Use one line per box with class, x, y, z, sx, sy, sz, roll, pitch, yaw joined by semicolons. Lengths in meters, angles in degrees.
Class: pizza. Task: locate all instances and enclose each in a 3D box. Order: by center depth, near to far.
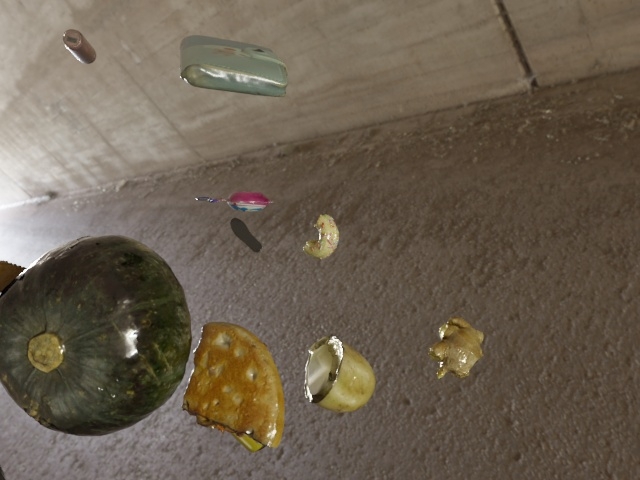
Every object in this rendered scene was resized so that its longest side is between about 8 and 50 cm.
pizza;-0.237;0.395;1.393;0.278;0.114;0.409;-43;56;-2

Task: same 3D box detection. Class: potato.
potato;0.074;0.458;1.722;0.242;0.242;0.285;-41;14;-4

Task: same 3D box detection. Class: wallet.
wallet;-0.208;-0.423;1.233;0.252;0.083;0.360;1;31;-17

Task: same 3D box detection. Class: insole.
insole;-0.263;-0.019;1.816;0.053;0.153;0.002;-46;-7;1

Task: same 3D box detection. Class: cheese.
cheese;-0.272;-0.128;1.658;0.245;0.062;0.155;1;8;-8

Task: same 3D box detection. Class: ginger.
ginger;0.429;0.348;1.628;0.216;0.157;0.102;-49;-7;-24

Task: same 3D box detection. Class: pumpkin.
pumpkin;-0.502;0.208;1.174;0.455;0.454;0.344;-31;-8;15

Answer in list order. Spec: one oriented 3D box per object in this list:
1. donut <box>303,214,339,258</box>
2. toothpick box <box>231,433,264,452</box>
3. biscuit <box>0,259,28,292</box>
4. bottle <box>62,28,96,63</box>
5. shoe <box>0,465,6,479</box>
donut;0.004;0.000;1.813;0.108;0.065;0.166;48;120;33
toothpick box;-0.284;0.662;1.951;0.175;0.271;0.175;-40;-5;-4
biscuit;-0.897;0.094;1.302;0.237;0.232;0.013;-26;61;11
bottle;-0.640;-0.514;1.374;0.053;0.053;0.140;-42;7;-6
shoe;-0.864;0.639;1.337;0.099;0.227;0.125;-43;4;-25
